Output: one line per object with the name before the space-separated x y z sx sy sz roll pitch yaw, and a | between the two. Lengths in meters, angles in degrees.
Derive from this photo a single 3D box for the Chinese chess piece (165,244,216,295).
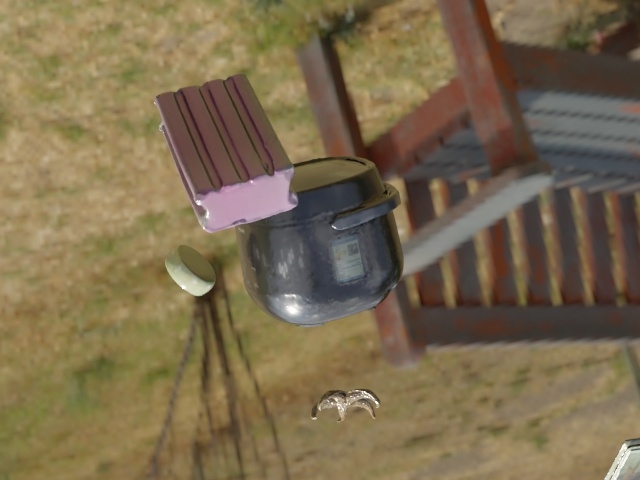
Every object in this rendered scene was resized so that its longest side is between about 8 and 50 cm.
Chinese chess piece | -0.196 0.045 2.170 0.034 0.084 0.084 -43 149 17

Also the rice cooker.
rice cooker | 0.000 0.000 2.186 0.267 0.224 0.267 -12 -167 3

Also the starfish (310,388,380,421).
starfish | 0.036 0.208 1.823 0.091 0.028 0.078 18 142 -34

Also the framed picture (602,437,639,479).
framed picture | 0.546 0.361 2.208 0.274 0.017 0.217 -5 134 -19

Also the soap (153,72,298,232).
soap | -0.112 -0.107 1.699 0.122 0.203 0.065 -16 135 -9
